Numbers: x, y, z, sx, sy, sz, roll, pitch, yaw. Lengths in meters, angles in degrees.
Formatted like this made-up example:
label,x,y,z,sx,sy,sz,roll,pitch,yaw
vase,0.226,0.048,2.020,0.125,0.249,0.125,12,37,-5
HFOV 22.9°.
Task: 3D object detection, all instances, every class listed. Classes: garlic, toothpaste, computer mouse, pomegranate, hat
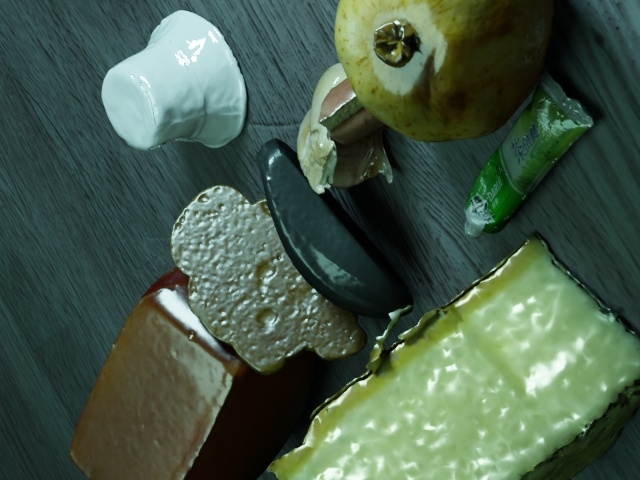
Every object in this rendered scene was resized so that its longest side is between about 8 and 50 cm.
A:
label,x,y,z,sx,sy,sz,roll,pitch,yaw
garlic,0.026,-0.126,1.821,0.174,0.099,0.124,108,146,-43
toothpaste,0.207,-0.077,1.647,0.078,0.047,0.248,50,143,14
computer mouse,0.000,0.000,1.889,0.269,0.086,0.137,52,-173,10
pomegranate,0.119,-0.200,1.514,0.215,0.215,0.215,33,137,36
hat,-0.201,-0.190,2.041,0.203,0.126,0.203,28,131,38

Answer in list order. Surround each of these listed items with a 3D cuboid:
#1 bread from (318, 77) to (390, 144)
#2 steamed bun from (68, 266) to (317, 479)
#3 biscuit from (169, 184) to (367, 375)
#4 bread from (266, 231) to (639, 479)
label,x,y,z,sx,sy,sz,roll,pitch,yaw
bread,0.082,-0.168,1.682,0.067,0.192,0.119,57,180,6
steamed bun,-0.152,0.206,2.148,0.235,0.248,0.379,39,118,22
biscuit,-0.059,0.047,1.974,0.290,0.208,0.041,41,174,13
bread,0.156,0.170,1.675,0.248,0.315,0.279,46,134,20
